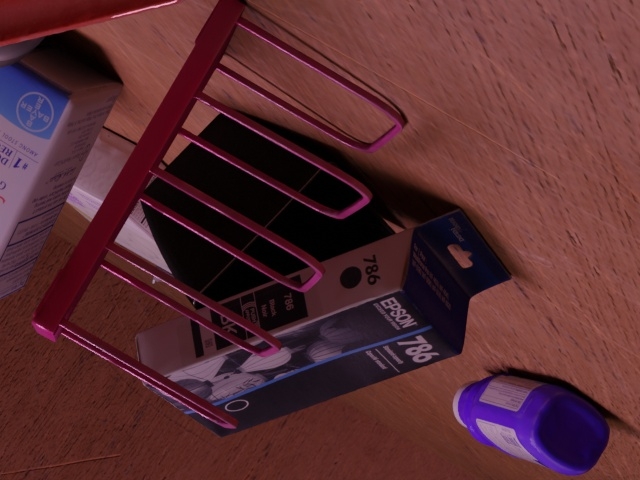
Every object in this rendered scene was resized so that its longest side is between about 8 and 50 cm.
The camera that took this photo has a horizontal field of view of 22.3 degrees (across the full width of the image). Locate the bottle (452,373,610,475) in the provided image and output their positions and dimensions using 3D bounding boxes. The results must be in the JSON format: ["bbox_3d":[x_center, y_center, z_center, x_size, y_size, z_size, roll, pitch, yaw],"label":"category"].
[{"bbox_3d":[0.250,0.222,2.032,0.118,0.092,0.283,36,171,-15],"label":"bottle"}]

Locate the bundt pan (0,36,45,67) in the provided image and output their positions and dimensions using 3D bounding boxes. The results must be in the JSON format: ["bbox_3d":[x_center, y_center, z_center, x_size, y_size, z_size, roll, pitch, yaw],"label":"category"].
[{"bbox_3d":[-0.370,-0.269,1.448,0.330,0.124,0.331,32,170,6],"label":"bundt pan"}]

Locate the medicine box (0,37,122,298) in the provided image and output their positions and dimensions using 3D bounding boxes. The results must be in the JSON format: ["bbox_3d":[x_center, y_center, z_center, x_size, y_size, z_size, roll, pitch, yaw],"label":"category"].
[{"bbox_3d":[-0.412,-0.111,1.814,0.263,0.289,0.149,31,-163,7],"label":"medicine box"}]

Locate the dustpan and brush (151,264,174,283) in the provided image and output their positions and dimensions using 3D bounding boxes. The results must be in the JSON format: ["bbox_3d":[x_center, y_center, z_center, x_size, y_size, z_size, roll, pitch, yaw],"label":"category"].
[{"bbox_3d":[-0.189,0.028,2.533,0.147,0.060,0.211,-4,-150,-4],"label":"dustpan and brush"}]

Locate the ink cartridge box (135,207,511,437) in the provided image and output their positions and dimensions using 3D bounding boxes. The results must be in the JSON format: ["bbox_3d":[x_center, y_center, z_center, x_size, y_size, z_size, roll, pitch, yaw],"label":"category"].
[{"bbox_3d":[0.011,0.084,1.523,0.165,0.332,0.065,45,-153,-54],"label":"ink cartridge box"}]

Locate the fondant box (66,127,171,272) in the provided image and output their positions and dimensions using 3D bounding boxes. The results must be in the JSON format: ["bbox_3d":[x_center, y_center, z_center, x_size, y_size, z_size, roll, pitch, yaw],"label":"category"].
[{"bbox_3d":[-0.274,-0.060,2.313,0.238,0.096,0.330,28,168,30],"label":"fondant box"}]

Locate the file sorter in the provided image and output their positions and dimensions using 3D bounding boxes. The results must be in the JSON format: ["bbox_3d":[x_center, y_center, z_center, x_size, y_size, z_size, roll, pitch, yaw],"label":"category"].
[{"bbox_3d":[-0.081,-0.011,1.319,0.182,0.291,0.202,30,171,-4],"label":"file sorter"}]

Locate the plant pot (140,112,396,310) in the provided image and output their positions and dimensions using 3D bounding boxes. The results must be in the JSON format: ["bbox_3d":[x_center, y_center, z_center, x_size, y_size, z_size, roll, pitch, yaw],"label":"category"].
[{"bbox_3d":[-0.065,-0.016,1.621,0.167,0.187,0.188,44,179,36],"label":"plant pot"}]

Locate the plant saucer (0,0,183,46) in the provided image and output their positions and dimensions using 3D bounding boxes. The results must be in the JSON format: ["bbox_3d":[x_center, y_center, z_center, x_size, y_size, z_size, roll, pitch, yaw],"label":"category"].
[{"bbox_3d":[-0.261,-0.251,1.209,0.258,0.048,0.259,-5,147,42],"label":"plant saucer"}]
